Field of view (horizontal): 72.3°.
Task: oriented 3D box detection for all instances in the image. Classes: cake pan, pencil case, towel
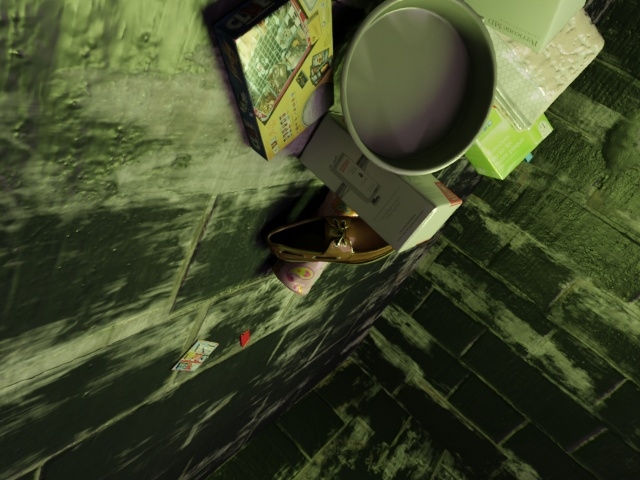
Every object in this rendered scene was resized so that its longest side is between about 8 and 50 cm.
[{"bbox_3d":[0.162,-0.260,0.747,0.294,0.054,0.292,-6,110,-17],"label":"cake pan"},{"bbox_3d":[0.000,0.000,1.101,0.284,0.124,0.124,-53,161,7],"label":"pencil case"},{"bbox_3d":[0.528,-0.494,1.104,0.317,0.332,0.053,-51,-155,5],"label":"towel"}]

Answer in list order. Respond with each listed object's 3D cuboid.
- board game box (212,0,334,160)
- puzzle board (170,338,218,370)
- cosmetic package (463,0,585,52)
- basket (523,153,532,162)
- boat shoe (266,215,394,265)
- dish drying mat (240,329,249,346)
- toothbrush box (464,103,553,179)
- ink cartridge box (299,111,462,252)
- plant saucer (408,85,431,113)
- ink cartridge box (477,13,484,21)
[{"bbox_3d":[-0.052,-0.246,0.642,0.165,0.042,0.243,-44,160,-16],"label":"board game box"},{"bbox_3d":[-0.320,0.300,1.133,0.096,0.011,0.128,-47,161,-6],"label":"puzzle board"},{"bbox_3d":[0.396,-0.555,0.782,0.156,0.217,0.385,-48,159,-5],"label":"cosmetic package"},{"bbox_3d":[0.583,-0.370,1.479,0.201,0.255,0.289,-55,149,8],"label":"basket"},{"bbox_3d":[0.033,-0.001,0.966,0.308,0.110,0.104,-9,166,11],"label":"boat shoe"},{"bbox_3d":[-0.229,0.300,1.337,0.032,0.008,0.083,-37,158,-28],"label":"dish drying mat"},{"bbox_3d":[0.480,-0.347,1.235,0.206,0.283,0.122,-45,-157,1],"label":"toothbrush box"},{"bbox_3d":[0.127,-0.124,0.898,0.117,0.283,0.207,-54,161,26],"label":"ink cartridge box"},{"bbox_3d":[0.146,-0.265,0.864,0.029,0.169,0.168,-60,164,-18],"label":"plant saucer"},{"bbox_3d":[0.219,-0.338,0.948,0.198,0.115,0.272,-46,161,-14],"label":"ink cartridge box"}]
